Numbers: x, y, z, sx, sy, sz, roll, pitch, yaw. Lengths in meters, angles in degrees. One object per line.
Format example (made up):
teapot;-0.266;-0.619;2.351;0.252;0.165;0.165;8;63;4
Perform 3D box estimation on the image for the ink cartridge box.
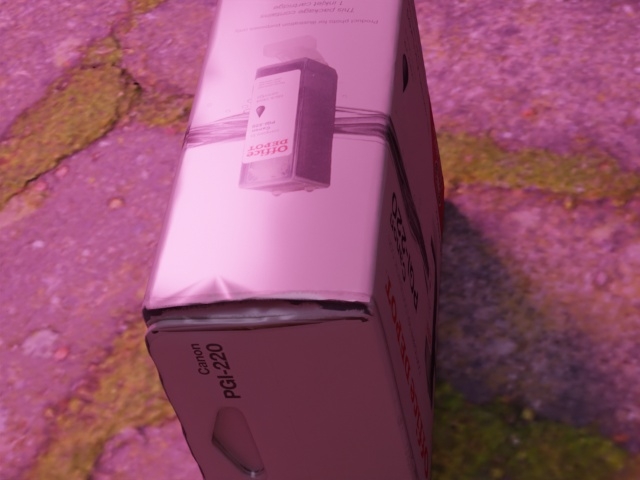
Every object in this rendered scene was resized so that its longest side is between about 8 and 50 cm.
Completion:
ink cartridge box;0.000;0.000;0.590;0.092;0.158;0.217;-2;46;13
